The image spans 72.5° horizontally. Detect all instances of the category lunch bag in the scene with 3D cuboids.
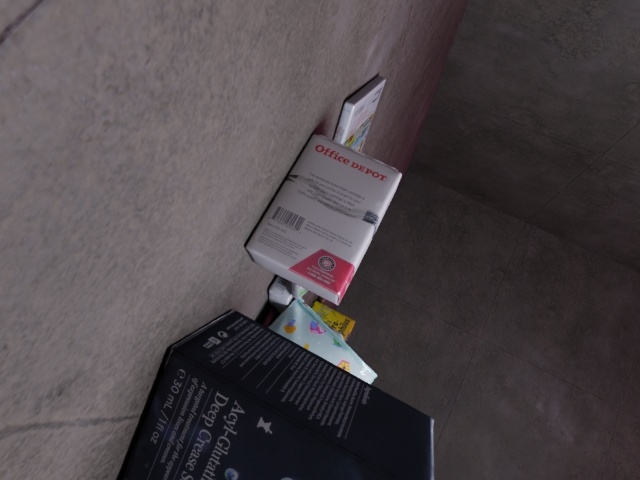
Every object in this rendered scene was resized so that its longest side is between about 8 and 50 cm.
[{"bbox_3d":[-0.029,0.299,1.009,0.223,0.262,0.160,-45,167,-9],"label":"lunch bag"}]

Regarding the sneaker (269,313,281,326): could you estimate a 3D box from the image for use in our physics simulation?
[{"bbox_3d":[-0.118,0.322,1.143,0.286,0.130,0.109,-57,170,-28],"label":"sneaker"}]

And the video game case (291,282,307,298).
[{"bbox_3d":[0.000,0.000,0.986,0.212,0.023,0.193,-38,136,-48],"label":"video game case"}]

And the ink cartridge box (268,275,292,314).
[{"bbox_3d":[-0.063,0.096,1.099,0.189,0.066,0.232,-59,178,-25],"label":"ink cartridge box"}]

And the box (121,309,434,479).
[{"bbox_3d":[-0.067,0.347,0.686,0.293,0.395,0.212,-66,170,12],"label":"box"}]

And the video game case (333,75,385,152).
[{"bbox_3d":[0.075,-0.247,0.993,0.227,0.026,0.206,-54,166,-50],"label":"video game case"}]

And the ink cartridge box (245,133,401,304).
[{"bbox_3d":[0.010,-0.038,0.751,0.237,0.172,0.100,-61,170,-16],"label":"ink cartridge box"}]

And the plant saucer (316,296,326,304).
[{"bbox_3d":[0.024,0.225,1.929,0.168,0.029,0.168,-60,169,-20],"label":"plant saucer"}]

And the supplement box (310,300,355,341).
[{"bbox_3d":[-0.027,0.468,1.799,0.194,0.195,0.356,-46,159,-61],"label":"supplement box"}]
